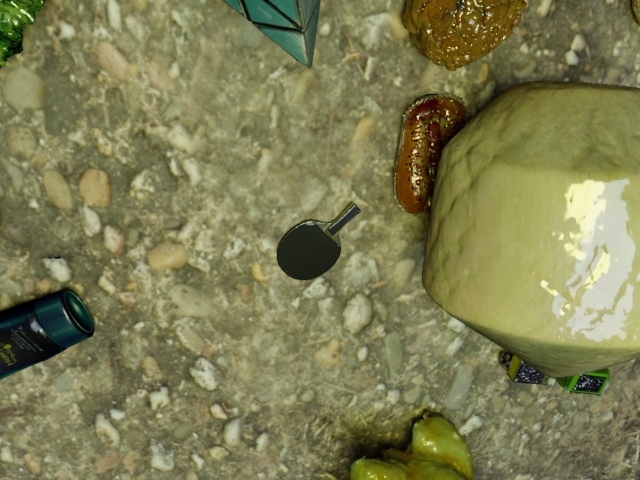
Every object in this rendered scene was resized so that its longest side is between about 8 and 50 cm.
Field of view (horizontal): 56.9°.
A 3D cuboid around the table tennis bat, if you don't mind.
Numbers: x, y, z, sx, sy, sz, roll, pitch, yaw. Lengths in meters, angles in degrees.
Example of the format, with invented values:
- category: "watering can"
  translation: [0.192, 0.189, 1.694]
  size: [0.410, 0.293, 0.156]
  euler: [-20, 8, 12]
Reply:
- category: "table tennis bat"
  translation: [0.000, 0.000, 0.932]
  size: [0.158, 0.014, 0.095]
  euler: [-43, 112, 10]

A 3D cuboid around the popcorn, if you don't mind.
- category: "popcorn"
  translation: [0.148, 0.486, 1.017]
  size: [0.321, 0.290, 0.325]
  euler: [-30, 133, 0]

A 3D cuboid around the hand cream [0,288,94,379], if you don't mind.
- category: "hand cream"
  translation: [-0.482, 0.157, 0.891]
  size: [0.271, 0.061, 0.120]
  euler: [-21, 119, 7]

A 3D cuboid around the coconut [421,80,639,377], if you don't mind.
- category: "coconut"
  translation: [0.329, -0.006, 0.803]
  size: [0.416, 0.345, 0.414]
  euler: [-21, 118, -48]

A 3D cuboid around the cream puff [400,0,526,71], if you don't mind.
- category: "cream puff"
  translation: [0.194, -0.310, 0.787]
  size: [0.150, 0.115, 0.165]
  euler: [13, 108, -12]

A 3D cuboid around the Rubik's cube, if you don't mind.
- category: "Rubik's cube"
  translation: [-0.071, -0.369, 0.699]
  size: [0.233, 0.228, 0.228]
  euler: [-11, 74, -44]

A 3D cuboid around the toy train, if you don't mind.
- category: "toy train"
  translation: [0.423, 0.231, 1.068]
  size: [0.203, 0.081, 0.060]
  euler: [8, 111, -13]

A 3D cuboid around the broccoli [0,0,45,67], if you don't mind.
- category: "broccoli"
  translation: [-0.444, -0.262, 0.607]
  size: [0.269, 0.269, 0.254]
  euler: [30, 119, -20]

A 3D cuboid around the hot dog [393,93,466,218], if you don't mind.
- category: "hot dog"
  translation: [0.165, -0.125, 0.891]
  size: [0.108, 0.059, 0.191]
  euler: [-4, 110, -14]

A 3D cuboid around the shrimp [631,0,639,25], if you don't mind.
- category: "shrimp"
  translation: [0.529, -0.411, 0.845]
  size: [0.152, 0.046, 0.219]
  euler: [-6, 116, -7]
